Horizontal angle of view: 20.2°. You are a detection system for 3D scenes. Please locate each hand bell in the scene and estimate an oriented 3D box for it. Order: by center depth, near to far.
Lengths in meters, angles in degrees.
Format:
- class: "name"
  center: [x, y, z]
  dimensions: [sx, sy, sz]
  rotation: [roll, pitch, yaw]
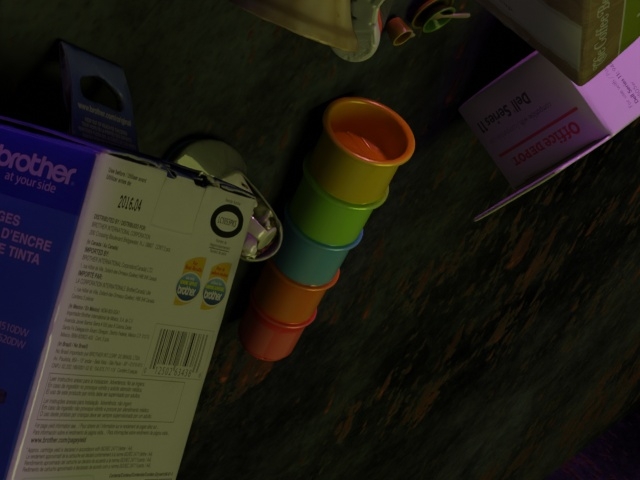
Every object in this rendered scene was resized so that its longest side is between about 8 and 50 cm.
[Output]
- class: "hand bell"
  center: [0.019, -0.280, 1.386]
  dimensions: [0.126, 0.126, 0.242]
  rotation: [0, 117, -62]

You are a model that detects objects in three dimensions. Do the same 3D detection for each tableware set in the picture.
- class: "tableware set"
  center: [0.127, -0.236, 1.687]
  dimensions: [0.154, 0.024, 0.104]
  rotation: [-38, 162, 18]

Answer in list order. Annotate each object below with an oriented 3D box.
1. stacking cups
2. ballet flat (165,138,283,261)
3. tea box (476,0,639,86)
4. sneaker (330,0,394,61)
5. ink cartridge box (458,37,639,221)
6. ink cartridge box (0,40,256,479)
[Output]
- class: "stacking cups"
  center: [0.000, 0.000, 1.816]
  dimensions: [0.096, 0.096, 0.316]
  rotation: [-28, 153, -41]
- class: "ballet flat"
  center: [-0.079, -0.033, 1.639]
  dimensions: [0.072, 0.068, 0.213]
  rotation: [-46, 159, -2]
- class: "tea box"
  center: [0.168, -0.347, 1.198]
  dimensions: [0.323, 0.329, 0.220]
  rotation: [-41, 158, -13]
- class: "sneaker"
  center: [0.045, -0.232, 1.568]
  dimensions: [0.065, 0.061, 0.158]
  rotation: [-64, 178, -48]
- class: "ink cartridge box"
  center: [0.293, -0.176, 1.935]
  dimensions: [0.353, 0.119, 0.207]
  rotation: [-36, -179, -29]
- class: "ink cartridge box"
  center: [-0.193, 0.060, 1.347]
  dimensions: [0.270, 0.151, 0.395]
  rotation: [16, 92, -68]
